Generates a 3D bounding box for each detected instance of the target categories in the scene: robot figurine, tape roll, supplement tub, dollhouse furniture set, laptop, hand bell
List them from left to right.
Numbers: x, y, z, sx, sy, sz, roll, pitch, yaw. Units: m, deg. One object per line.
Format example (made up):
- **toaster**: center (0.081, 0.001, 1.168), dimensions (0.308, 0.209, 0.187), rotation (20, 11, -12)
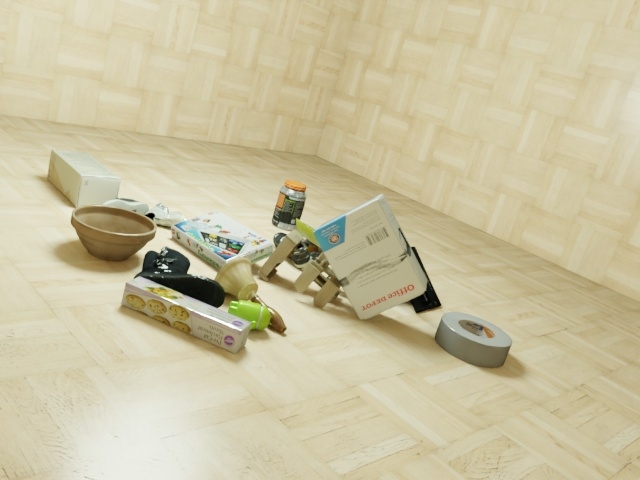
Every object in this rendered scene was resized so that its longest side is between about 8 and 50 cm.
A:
- **robot figurine**: center (-0.180, 0.192, 1.583), dimensions (0.115, 0.067, 0.101), rotation (14, 22, -8)
- **hand bell**: center (-0.170, 0.165, 1.674), dimensions (0.242, 0.126, 0.126), rotation (42, 27, 31)
- **supplement tub**: center (-0.125, -0.146, 2.550), dimensions (0.116, 0.191, 0.117), rotation (16, 16, -5)
- **dollhouse furniture set**: center (-0.049, 0.110, 1.950), dimensions (0.242, 0.161, 0.212), rotation (40, 19, 3)
- **laptop**: center (0.337, 0.108, 2.054), dimensions (0.264, 0.136, 0.234), rotation (-5, 68, -50)
- **tape roll**: center (0.460, 0.297, 1.863), dimensions (0.219, 0.072, 0.219), rotation (14, 16, -4)

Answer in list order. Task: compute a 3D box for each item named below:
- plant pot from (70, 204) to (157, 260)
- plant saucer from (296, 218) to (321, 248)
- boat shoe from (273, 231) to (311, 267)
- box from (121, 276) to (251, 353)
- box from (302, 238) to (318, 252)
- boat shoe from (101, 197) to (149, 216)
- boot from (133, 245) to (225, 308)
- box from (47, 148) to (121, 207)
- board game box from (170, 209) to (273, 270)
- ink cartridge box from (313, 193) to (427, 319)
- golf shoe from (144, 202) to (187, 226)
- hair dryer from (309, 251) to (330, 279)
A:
- **plant pot**: center (-0.599, -0.013, 1.778), dimensions (0.237, 0.110, 0.237), rotation (15, 17, -5)
- **plant saucer**: center (0.000, 0.000, 2.344), dimensions (0.188, 0.045, 0.188), rotation (33, 2, 24)
- **boat shoe**: center (-0.106, 0.014, 2.196), dimensions (0.084, 0.079, 0.233), rotation (-31, 33, -14)
- **box**: center (-0.328, 0.176, 1.494), dimensions (0.323, 0.067, 0.063), rotation (21, 17, 13)
- **box**: center (-0.084, 0.018, 2.341), dimensions (0.136, 0.028, 0.081), rotation (0, 23, -39)
- **boat shoe**: center (-0.679, -0.107, 2.094), dimensions (0.070, 0.078, 0.219), rotation (23, 9, 20)
- **boot**: center (-0.371, 0.095, 1.668), dimensions (0.246, 0.094, 0.207), rotation (9, 20, -5)
- **box**: center (-0.849, -0.220, 2.204), dimensions (0.148, 0.121, 0.311), rotation (2, 21, -41)
- **board game box**: center (-0.325, -0.001, 2.023), dimensions (0.193, 0.053, 0.305), rotation (-23, 39, -39)
- **ink cartridge box**: center (0.154, 0.049, 1.856), dimensions (0.308, 0.223, 0.129), rotation (62, 17, -5)
- **golf shoe**: center (-0.535, -0.067, 2.147), dimensions (0.176, 0.069, 0.086), rotation (22, 37, 30)
- **hair dryer**: center (0.103, 0.096, 2.199), dimensions (0.293, 0.080, 0.223), rotation (-11, 31, -29)
